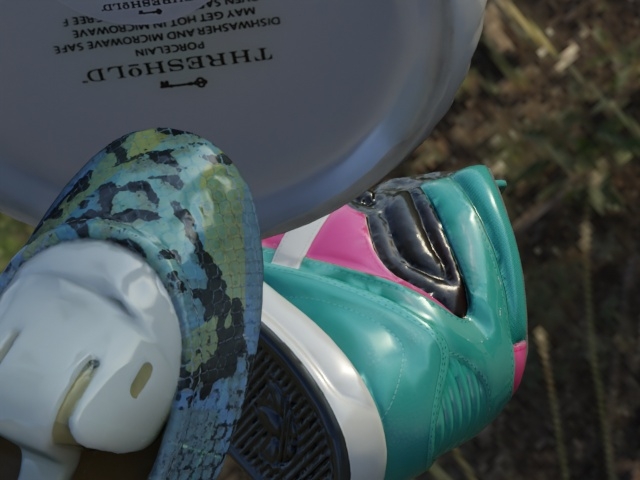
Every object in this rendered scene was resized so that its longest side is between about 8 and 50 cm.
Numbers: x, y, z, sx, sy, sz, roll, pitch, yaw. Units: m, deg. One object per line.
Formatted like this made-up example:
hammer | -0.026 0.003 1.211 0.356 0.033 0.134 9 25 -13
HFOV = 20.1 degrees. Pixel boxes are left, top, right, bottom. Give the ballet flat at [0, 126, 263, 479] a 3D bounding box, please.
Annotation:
ballet flat | -0.064 0.059 0.402 0.070 0.070 0.188 8 77 54

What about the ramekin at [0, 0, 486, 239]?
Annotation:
ramekin | -0.046 -0.091 0.530 0.207 0.207 0.109 -29 39 24

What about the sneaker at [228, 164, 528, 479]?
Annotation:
sneaker | 0.000 0.000 0.885 0.178 0.124 0.295 -15 46 -31
